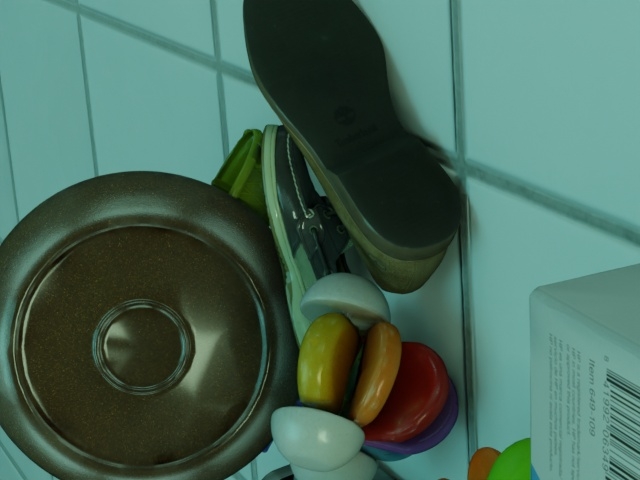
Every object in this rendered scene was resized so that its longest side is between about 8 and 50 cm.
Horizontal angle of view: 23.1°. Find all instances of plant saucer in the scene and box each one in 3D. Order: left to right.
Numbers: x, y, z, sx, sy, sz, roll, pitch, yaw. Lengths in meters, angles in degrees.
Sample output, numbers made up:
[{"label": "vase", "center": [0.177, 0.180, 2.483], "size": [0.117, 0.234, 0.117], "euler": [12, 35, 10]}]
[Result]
[{"label": "plant saucer", "center": [-0.161, 0.093, 1.422], "size": [0.050, 0.310, 0.311], "euler": [-124, 26, -81]}]

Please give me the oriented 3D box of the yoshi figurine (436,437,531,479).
[{"label": "yoshi figurine", "center": [0.109, 0.319, 1.098], "size": [0.362, 0.203, 0.203], "euler": [-63, -6, 14]}]

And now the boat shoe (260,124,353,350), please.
[{"label": "boat shoe", "center": [0.000, 0.001, 1.392], "size": [0.080, 0.073, 0.223], "euler": [-57, -44, -74]}]

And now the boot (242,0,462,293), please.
[{"label": "boot", "center": [0.013, -0.090, 1.289], "size": [0.115, 0.112, 0.305], "euler": [98, 149, -60]}]

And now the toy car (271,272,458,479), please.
[{"label": "toy car", "center": [0.044, 0.124, 1.274], "size": [0.182, 0.136, 0.159], "euler": [70, -149, -63]}]

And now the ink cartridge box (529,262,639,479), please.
[{"label": "ink cartridge box", "center": [0.249, 0.134, 0.719], "size": [0.270, 0.197, 0.198], "euler": [-147, 50, -59]}]

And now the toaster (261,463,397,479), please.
[{"label": "toaster", "center": [0.025, 0.301, 1.430], "size": [0.168, 0.110, 0.186], "euler": [-146, 48, -60]}]

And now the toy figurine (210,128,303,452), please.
[{"label": "toy figurine", "center": [-0.070, 0.093, 1.540], "size": [0.362, 0.217, 0.191], "euler": [-59, 3, 6]}]
